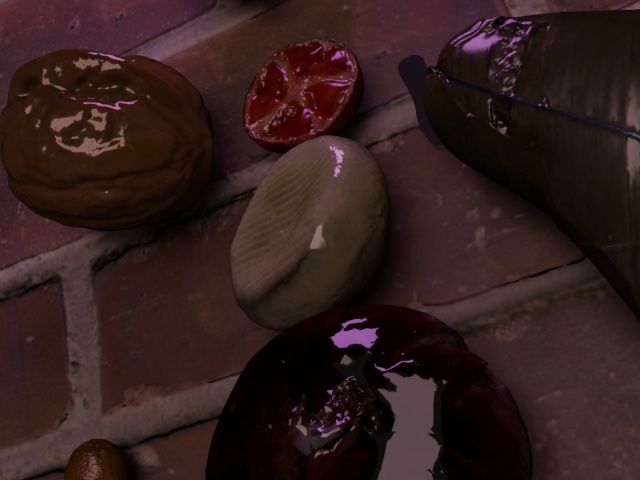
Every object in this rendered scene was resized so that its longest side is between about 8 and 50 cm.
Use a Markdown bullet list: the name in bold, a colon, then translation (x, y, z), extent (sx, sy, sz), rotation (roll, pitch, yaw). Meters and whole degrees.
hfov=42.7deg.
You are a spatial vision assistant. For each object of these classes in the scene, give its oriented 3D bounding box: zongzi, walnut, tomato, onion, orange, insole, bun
- **zongzi**: translation (0.248, -0.030, 0.771), extent (0.356, 0.174, 0.393), rotation (8, 82, 31)
- **walnut**: translation (-0.250, -0.121, 0.987), extent (0.257, 0.257, 0.224), rotation (-10, 36, 20)
- **tomato**: translation (-0.011, -0.164, 0.978), extent (0.155, 0.069, 0.156), rotation (-13, 59, 24)
- **onion**: translation (0.033, 0.204, 0.734), extent (0.313, 0.232, 0.314), rotation (-7, 68, 19)
- **orange**: translation (-0.251, 0.266, 0.926), extent (0.085, 0.085, 0.085), rotation (-8, 69, 21)
- **insole**: translation (0.125, -0.165, 0.960), extent (0.045, 0.002, 0.135), rotation (-28, 63, 11)
- **bun**: translation (0.000, 0.000, 0.890), extent (0.222, 0.127, 0.222), rotation (-37, 40, 38)
